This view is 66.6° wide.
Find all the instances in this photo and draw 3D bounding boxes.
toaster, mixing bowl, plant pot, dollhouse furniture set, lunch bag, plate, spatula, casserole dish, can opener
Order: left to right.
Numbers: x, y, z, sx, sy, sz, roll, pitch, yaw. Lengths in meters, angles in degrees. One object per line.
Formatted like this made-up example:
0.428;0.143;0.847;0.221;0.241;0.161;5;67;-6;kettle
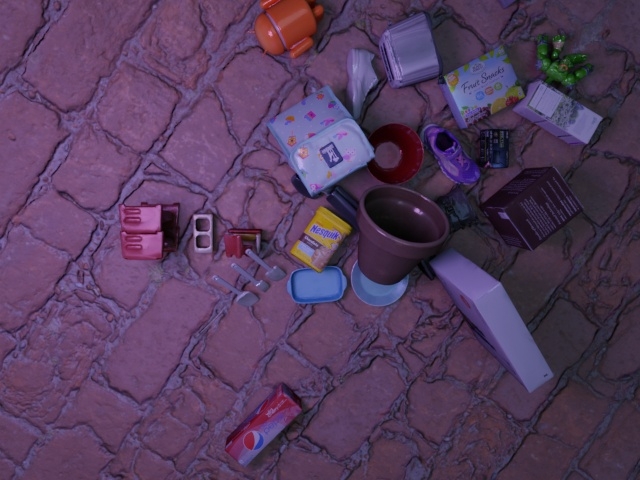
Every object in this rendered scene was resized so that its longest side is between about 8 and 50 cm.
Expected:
-0.359;-0.032;1.406;0.374;0.201;0.152;0;96;-5;dollhouse furniture set
-0.209;0.115;1.442;0.168;0.242;0.019;-37;59;3;spatula
-0.012;0.137;1.540;0.188;0.037;0.114;-5;97;-4;casserole dish
0.004;-0.275;1.389;0.223;0.160;0.262;-31;64;0;lunch bag
0.040;-0.129;1.507;0.280;0.074;0.093;39;126;-7;can opener
0.189;0.117;1.562;0.188;0.024;0.188;-1;97;-5;plate
0.213;-0.259;1.484;0.181;0.098;0.182;0;96;-5;mixing bowl
0.206;0.004;1.412;0.263;0.263;0.229;14;131;-7;plant pot
0.266;-0.547;1.444;0.146;0.129;0.227;-18;100;1;toaster

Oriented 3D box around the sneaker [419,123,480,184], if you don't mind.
0.408;-0.263;1.499;0.236;0.104;0.095;44;90;-9;sneaker

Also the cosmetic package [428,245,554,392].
0.494;0.224;1.431;0.097;0.284;0.377;-37;112;-1;cosmetic package

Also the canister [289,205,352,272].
0.000;0.000;1.491;0.126;0.073;0.170;35;83;-4;canister

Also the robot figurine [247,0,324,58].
-0.098;-0.623;1.401;0.219;0.128;0.158;-33;133;-1;robot figurine

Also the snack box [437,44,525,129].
0.493;-0.469;1.500;0.207;0.070;0.175;-28;98;-3;snack box

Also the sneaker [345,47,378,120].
0.129;-0.467;1.469;0.094;0.080;0.212;1;95;-17;sneaker

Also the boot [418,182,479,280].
0.392;-0.027;1.531;0.229;0.091;0.263;-20;96;-2;boot

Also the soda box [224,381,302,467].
-0.180;0.586;1.551;0.092;0.083;0.263;44;91;-8;soda box

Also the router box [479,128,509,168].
0.545;-0.287;1.525;0.092;0.038;0.123;-6;98;-30;router box

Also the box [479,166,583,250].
0.646;-0.102;1.506;0.203;0.168;0.167;-39;99;0;box

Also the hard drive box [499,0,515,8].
0.628;-0.788;1.395;0.181;0.232;0.089;-35;98;0;hard drive box

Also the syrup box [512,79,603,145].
0.737;-0.393;1.518;0.236;0.096;0.093;27;95;-8;syrup box

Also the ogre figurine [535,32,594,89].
0.744;-0.546;1.507;0.197;0.097;0.118;36;74;-23;ogre figurine
